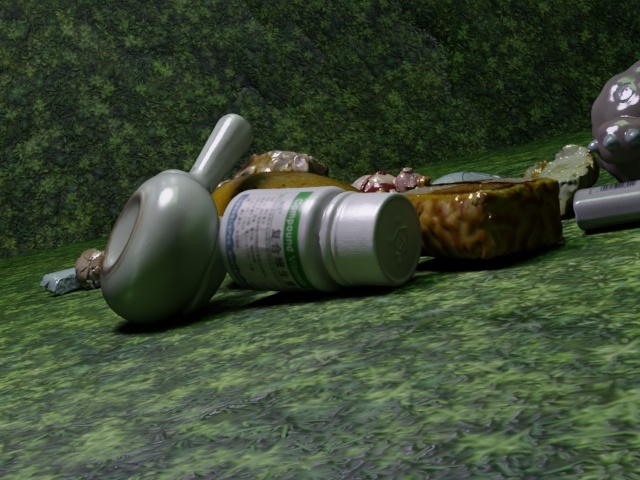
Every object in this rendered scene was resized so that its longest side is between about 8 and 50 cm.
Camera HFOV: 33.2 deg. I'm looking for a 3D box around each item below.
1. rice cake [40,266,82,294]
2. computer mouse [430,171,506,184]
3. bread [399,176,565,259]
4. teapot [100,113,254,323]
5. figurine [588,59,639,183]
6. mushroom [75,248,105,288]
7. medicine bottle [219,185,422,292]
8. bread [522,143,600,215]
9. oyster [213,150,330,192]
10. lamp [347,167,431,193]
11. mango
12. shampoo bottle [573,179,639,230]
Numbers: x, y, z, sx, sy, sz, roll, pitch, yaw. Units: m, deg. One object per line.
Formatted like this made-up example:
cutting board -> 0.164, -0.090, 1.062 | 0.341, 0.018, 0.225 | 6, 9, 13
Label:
rice cake -> -0.427, 0.059, 2.070 | 0.045, 0.042, 0.245 | 9, 17, 38
computer mouse -> 0.283, -0.098, 2.027 | 0.229, 0.068, 0.113 | -8, 9, 31
bread -> 0.201, -0.030, 1.390 | 0.181, 0.096, 0.222 | -11, 6, -33
teapot -> -0.179, -0.035, 1.442 | 0.149, 0.318, 0.220 | 26, -2, -24
figurine -> 0.532, -0.171, 1.684 | 0.248, 0.203, 0.380 | -26, -6, 9
mushroom -> -0.353, 0.032, 2.026 | 0.223, 0.081, 0.092 | -17, -12, -22
medicine bottle -> 0.000, 0.000, 1.362 | 0.237, 0.139, 0.139 | 1, 13, 35
bread -> 0.372, -0.084, 1.685 | 0.128, 0.088, 0.232 | -19, 9, 25
oyster -> -0.115, -0.083, 1.942 | 0.351, 0.115, 0.238 | -16, 26, 52
lamp -> 0.119, -0.067, 1.871 | 0.253, 0.118, 0.118 | -10, 6, 26
mango -> -0.036, -0.025, 1.571 | 0.329, 0.175, 0.176 | -7, 50, 35
shampoo bottle -> 0.446, -0.056, 1.384 | 0.227, 0.056, 0.086 | -9, 5, 23
